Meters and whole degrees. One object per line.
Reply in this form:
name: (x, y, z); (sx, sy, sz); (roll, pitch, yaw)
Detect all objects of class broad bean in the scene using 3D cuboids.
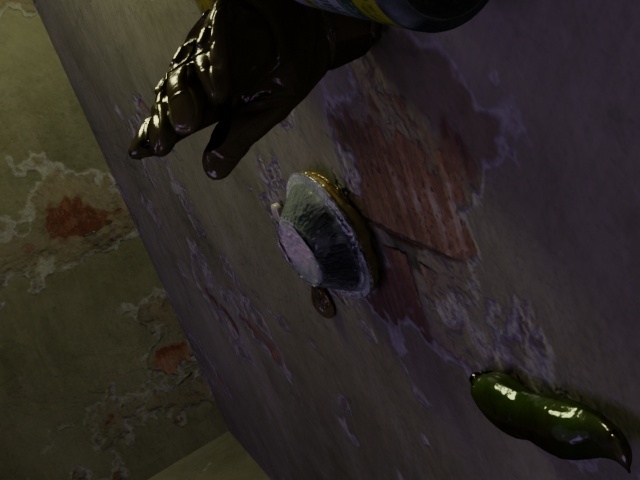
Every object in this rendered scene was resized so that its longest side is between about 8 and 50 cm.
broad bean: (0.263, 0.213, 1.073); (0.339, 0.061, 0.077); (12, 116, 66)

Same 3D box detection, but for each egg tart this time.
egg tart: (0.000, 0.000, 1.415); (0.234, 0.094, 0.234); (48, 156, 30)

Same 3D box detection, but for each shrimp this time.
shrimp: (0.004, 0.106, 1.667); (0.059, 0.023, 0.108); (35, 149, 35)

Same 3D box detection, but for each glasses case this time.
glasses case: (-0.068, -0.031, 1.656); (0.083, 0.021, 0.032); (64, 164, -8)

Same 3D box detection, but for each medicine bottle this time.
medicine bottle: (0.034, -0.284, 0.842); (0.293, 0.141, 0.141); (35, 148, 54)

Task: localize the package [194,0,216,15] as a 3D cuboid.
package: (-0.130, -0.361, 1.243); (0.226, 0.090, 0.168); (62, 159, -11)

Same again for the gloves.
gloves: (-0.084, -0.192, 0.995); (0.141, 0.331, 0.154); (46, 158, 21)
